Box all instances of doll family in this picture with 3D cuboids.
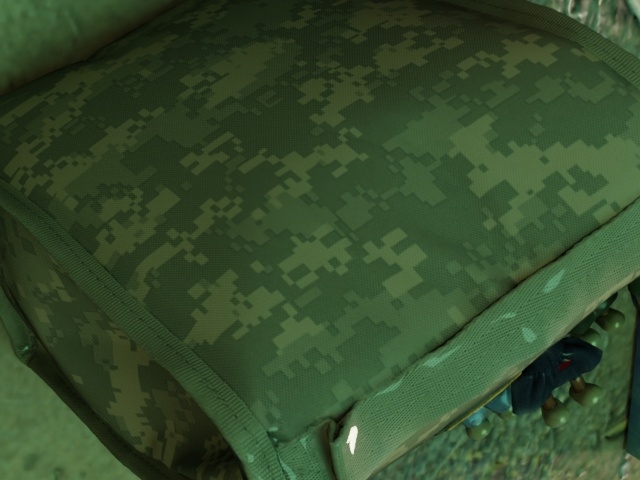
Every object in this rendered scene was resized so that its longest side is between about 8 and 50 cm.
[{"bbox_3d":[0.131,0.044,0.896,0.193,0.076,0.111,-42,132,-9],"label":"doll family"}]

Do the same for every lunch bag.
[{"bbox_3d":[0.000,0.000,0.651,0.235,0.287,0.169,-32,124,-20],"label":"lunch bag"}]

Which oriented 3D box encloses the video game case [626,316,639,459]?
[{"bbox_3d":[0.295,0.059,0.904,0.061,0.244,0.269,-13,116,-28],"label":"video game case"}]
